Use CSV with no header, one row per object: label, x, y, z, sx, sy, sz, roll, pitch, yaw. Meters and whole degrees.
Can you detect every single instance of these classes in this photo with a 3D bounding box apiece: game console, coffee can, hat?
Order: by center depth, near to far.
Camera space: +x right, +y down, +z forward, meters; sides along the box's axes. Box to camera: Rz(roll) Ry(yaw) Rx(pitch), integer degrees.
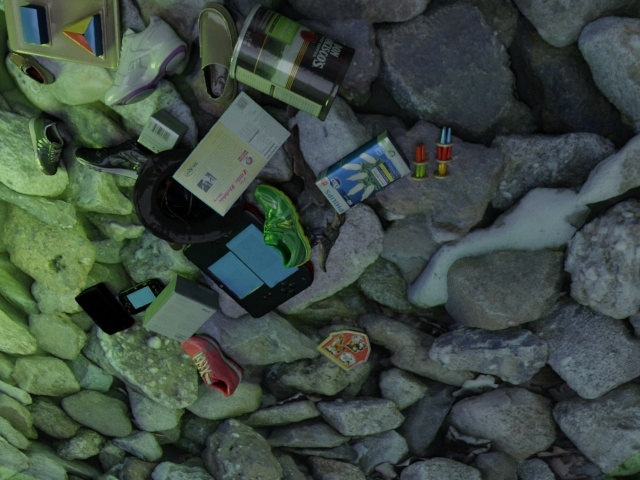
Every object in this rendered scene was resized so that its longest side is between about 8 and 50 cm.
coffee can,-0.073,-0.464,1.259,0.275,0.202,0.202,23,120,-6
hat,-0.411,-0.142,1.511,0.330,0.134,0.332,-3,103,-14
game console,-0.247,0.082,1.679,0.341,0.060,0.386,-36,109,24
game console,-0.753,0.232,1.840,0.360,0.044,0.213,-23,114,19

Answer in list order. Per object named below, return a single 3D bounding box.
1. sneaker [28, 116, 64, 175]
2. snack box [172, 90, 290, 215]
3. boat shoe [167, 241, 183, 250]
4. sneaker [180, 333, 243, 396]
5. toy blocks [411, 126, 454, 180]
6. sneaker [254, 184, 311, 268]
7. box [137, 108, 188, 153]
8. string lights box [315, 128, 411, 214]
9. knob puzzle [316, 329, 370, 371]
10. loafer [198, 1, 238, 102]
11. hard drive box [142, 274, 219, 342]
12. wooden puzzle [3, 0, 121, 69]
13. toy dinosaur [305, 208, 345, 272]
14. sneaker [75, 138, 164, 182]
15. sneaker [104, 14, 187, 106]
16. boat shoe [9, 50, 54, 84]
sneaker,-0.867,-0.299,1.535,0.086,0.064,0.192,4,117,11
snack box,-0.261,-0.254,1.415,0.187,0.060,0.322,40,92,-16
boat shoe,-0.514,-0.038,1.651,0.056,0.049,0.153,-16,114,-5
sneaker,-0.434,0.495,1.896,0.115,0.136,0.314,-36,110,23
toy blocks,0.328,-0.256,1.404,0.123,0.054,0.148,-5,120,-3
sneaker,-0.132,-0.043,1.525,0.109,0.123,0.296,-13,108,53
box,-0.479,-0.325,1.458,0.101,0.087,0.102,34,119,-13
string lights box,0.128,-0.205,1.453,0.259,0.077,0.133,-31,113,22
knob puzzle,0.108,0.418,1.842,0.212,0.030,0.213,3,120,6
loafer,-0.282,-0.510,1.323,0.101,0.092,0.269,0,120,7
hard drive box,-0.517,0.258,1.772,0.181,0.089,0.232,32,120,-30
wooden puzzle,-0.723,-0.654,1.305,0.347,0.081,0.323,11,121,1
toy dinosaur,0.000,0.000,1.601,0.118,0.064,0.268,13,124,-8
sneaker,-0.619,-0.274,1.509,0.282,0.107,0.124,14,114,-10
sneaker,-0.520,-0.505,1.364,0.305,0.114,0.152,-35,97,18
boat shoe,-0.867,-0.514,1.424,0.135,0.045,0.050,32,118,-11
